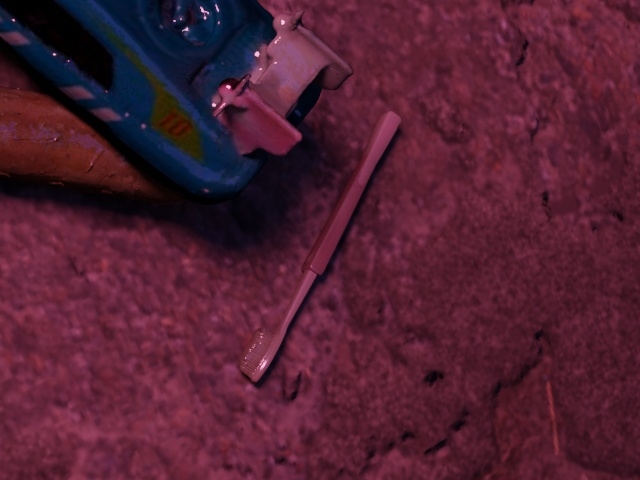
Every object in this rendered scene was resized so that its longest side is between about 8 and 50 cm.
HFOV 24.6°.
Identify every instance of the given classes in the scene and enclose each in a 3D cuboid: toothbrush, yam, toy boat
[{"bbox_3d":[0.002,0.001,0.885,0.017,0.014,0.194,38,66,-18],"label":"toothbrush"},{"bbox_3d":[-0.132,-0.052,0.799,0.132,0.054,0.054,8,78,-27],"label":"yam"},{"bbox_3d":[-0.120,-0.159,0.771,0.299,0.092,0.134,41,55,-8],"label":"toy boat"}]
